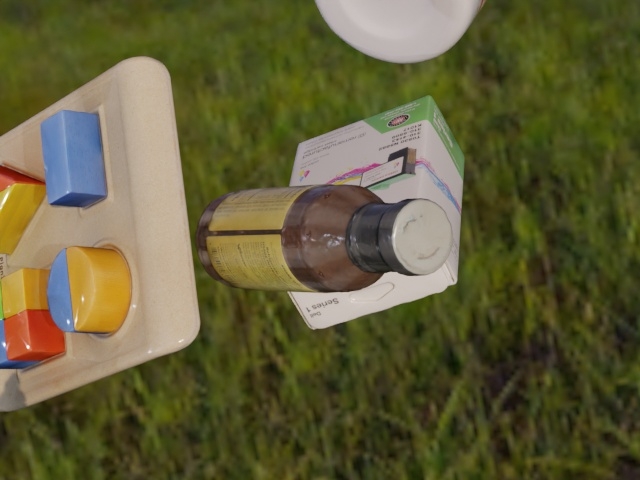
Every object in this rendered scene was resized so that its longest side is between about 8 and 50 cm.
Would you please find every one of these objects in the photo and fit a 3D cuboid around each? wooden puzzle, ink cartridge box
[{"bbox_3d":[-0.288,-0.002,1.723,0.348,0.322,0.080,-20,-19,40],"label":"wooden puzzle"},{"bbox_3d":[0.066,-0.038,1.998,0.201,0.117,0.278,-19,31,20],"label":"ink cartridge box"}]

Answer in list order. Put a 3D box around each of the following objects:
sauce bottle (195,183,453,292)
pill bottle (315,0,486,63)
[{"bbox_3d":[0.000,0.000,1.555,0.111,0.111,0.344,-18,11,-31],"label":"sauce bottle"},{"bbox_3d":[0.161,-0.432,2.157,0.229,0.229,0.408,-5,33,32],"label":"pill bottle"}]
